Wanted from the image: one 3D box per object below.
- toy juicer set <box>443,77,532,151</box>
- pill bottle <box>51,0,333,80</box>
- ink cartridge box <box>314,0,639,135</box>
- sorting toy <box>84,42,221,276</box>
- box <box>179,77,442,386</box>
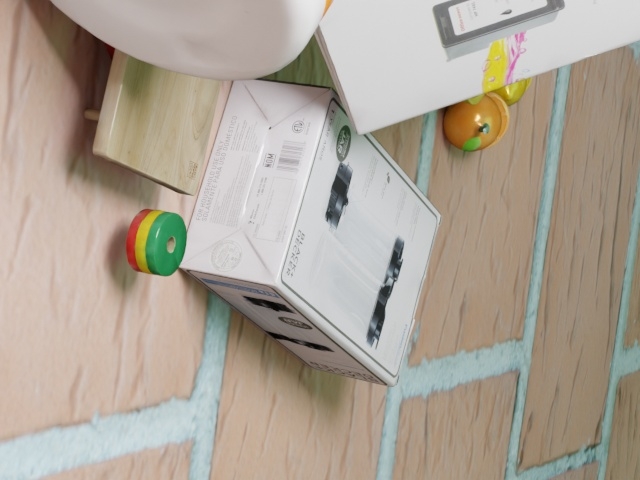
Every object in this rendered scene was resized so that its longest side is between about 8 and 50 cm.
[{"bbox_3d":[0.198,-0.235,1.918,0.209,0.089,0.329,62,43,-53],"label":"toy juicer set"},{"bbox_3d":[-0.023,-0.313,1.213,0.392,0.224,0.224,-61,149,-27],"label":"pill bottle"},{"bbox_3d":[0.108,-0.246,1.427,0.197,0.270,0.198,67,6,-47],"label":"ink cartridge box"},{"bbox_3d":[-0.118,-0.119,1.321,0.132,0.046,0.274,25,76,-65],"label":"sorting toy"},{"bbox_3d":[0.000,0.000,1.572,0.290,0.087,0.169,41,61,-61],"label":"box"}]
